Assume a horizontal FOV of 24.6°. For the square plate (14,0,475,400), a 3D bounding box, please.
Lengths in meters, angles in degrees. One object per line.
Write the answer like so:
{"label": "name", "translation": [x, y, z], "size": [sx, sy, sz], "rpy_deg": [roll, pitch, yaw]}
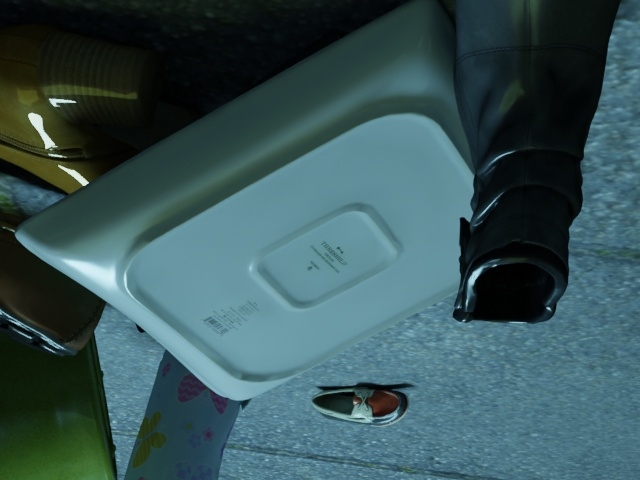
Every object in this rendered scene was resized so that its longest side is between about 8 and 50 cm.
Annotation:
{"label": "square plate", "translation": [0.000, 0.000, 1.136], "size": [0.344, 0.049, 0.347], "rpy_deg": [-29, 145, 10]}

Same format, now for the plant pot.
{"label": "plant pot", "translation": [-0.407, 0.179, 1.560], "size": [0.352, 0.367, 0.366], "rpy_deg": [-10, 160, -7]}

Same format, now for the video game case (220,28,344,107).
{"label": "video game case", "translation": [-0.033, -0.022, 1.161], "size": [0.275, 0.035, 0.248], "rpy_deg": [-33, 145, 15]}

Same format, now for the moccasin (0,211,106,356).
{"label": "moccasin", "translation": [-0.336, -0.031, 1.281], "size": [0.380, 0.147, 0.139], "rpy_deg": [30, 165, -30]}

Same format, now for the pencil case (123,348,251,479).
{"label": "pencil case", "translation": [-0.167, 0.261, 1.780], "size": [0.113, 0.273, 0.124], "rpy_deg": [-7, 148, 47]}

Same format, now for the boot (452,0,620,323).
{"label": "boot", "translation": [0.129, -0.082, 0.870], "size": [0.118, 0.223, 0.338], "rpy_deg": [3, 158, 12]}

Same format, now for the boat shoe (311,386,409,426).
{"label": "boat shoe", "translation": [0.051, 0.210, 1.881], "size": [0.137, 0.049, 0.043], "rpy_deg": [-5, 154, 39]}

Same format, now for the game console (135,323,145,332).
{"label": "game console", "translation": [-0.208, 0.027, 1.453], "size": [0.085, 0.124, 0.144], "rpy_deg": [-13, 168, -25]}

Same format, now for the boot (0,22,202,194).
{"label": "boot", "translation": [-0.210, -0.082, 1.173], "size": [0.211, 0.104, 0.295], "rpy_deg": [8, 154, 12]}
